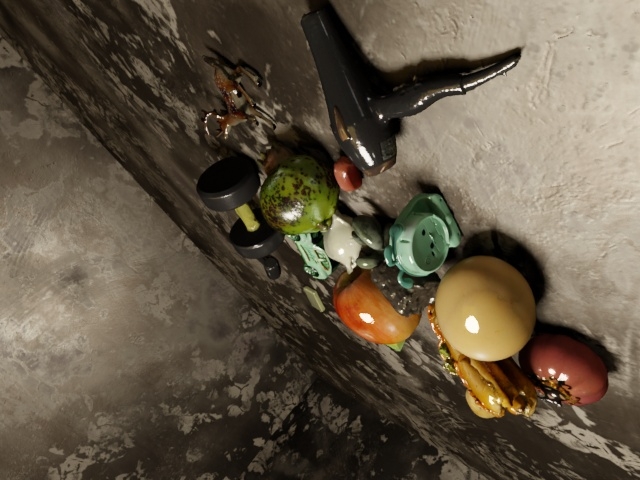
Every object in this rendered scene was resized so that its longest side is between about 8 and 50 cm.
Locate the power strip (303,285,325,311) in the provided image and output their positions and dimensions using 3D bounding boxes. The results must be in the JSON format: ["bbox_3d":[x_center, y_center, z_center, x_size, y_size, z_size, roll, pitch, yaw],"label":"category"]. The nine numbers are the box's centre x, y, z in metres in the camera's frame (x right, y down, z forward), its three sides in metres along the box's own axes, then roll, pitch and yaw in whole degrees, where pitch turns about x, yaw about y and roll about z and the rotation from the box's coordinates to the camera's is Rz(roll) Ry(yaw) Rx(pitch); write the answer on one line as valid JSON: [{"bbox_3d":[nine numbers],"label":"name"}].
[{"bbox_3d":[-0.026,0.280,1.980,0.076,0.028,0.168,24,150,37],"label":"power strip"}]

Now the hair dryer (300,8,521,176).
[{"bbox_3d":[0.136,-0.268,0.674,0.360,0.120,0.303,-3,118,46],"label":"hair dryer"}]

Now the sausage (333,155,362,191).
[{"bbox_3d":[0.063,-0.157,0.992,0.054,0.059,0.094,29,157,43],"label":"sausage"}]

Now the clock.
[{"bbox_3d":[0.211,0.006,0.877,0.060,0.188,0.148,10,144,54],"label":"clock"}]

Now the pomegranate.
[{"bbox_3d":[-0.058,-0.142,1.095,0.204,0.276,0.222,13,137,-23],"label":"pomegranate"}]

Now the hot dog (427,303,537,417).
[{"bbox_3d":[0.368,0.280,1.012,0.158,0.117,0.348,21,-157,-26],"label":"hot dog"}]

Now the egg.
[{"bbox_3d":[0.344,0.136,0.880,0.201,0.201,0.244,23,150,39],"label":"egg"}]

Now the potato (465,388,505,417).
[{"bbox_3d":[0.546,0.523,1.377,0.118,0.109,0.178,56,160,27],"label":"potato"}]

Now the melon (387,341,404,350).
[{"bbox_3d":[0.237,0.319,1.578,0.118,0.064,0.209,13,141,52],"label":"melon"}]

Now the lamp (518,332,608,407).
[{"bbox_3d":[0.537,0.295,0.934,0.182,0.140,0.182,33,151,20],"label":"lamp"}]

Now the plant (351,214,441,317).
[{"bbox_3d":[0.175,0.053,1.034,0.274,0.149,0.146,56,178,32],"label":"plant"}]

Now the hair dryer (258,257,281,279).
[{"bbox_3d":[-0.290,0.080,2.027,0.248,0.071,0.114,42,161,24],"label":"hair dryer"}]

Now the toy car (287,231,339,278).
[{"bbox_3d":[0.000,0.000,1.291,0.125,0.136,0.305,16,146,32],"label":"toy car"}]

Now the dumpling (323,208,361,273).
[{"bbox_3d":[0.064,-0.008,1.203,0.111,0.155,0.181,11,113,0],"label":"dumpling"}]

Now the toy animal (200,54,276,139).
[{"bbox_3d":[-0.232,-0.364,1.105,0.260,0.087,0.243,30,142,30],"label":"toy animal"}]

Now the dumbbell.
[{"bbox_3d":[-0.263,-0.106,1.432,0.204,0.203,0.322,25,152,37],"label":"dumbbell"}]

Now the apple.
[{"bbox_3d":[0.165,0.184,1.223,0.241,0.242,0.242,47,158,-15],"label":"apple"}]
